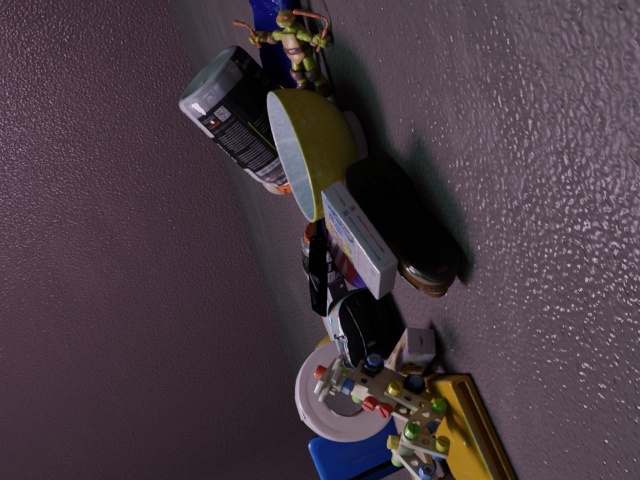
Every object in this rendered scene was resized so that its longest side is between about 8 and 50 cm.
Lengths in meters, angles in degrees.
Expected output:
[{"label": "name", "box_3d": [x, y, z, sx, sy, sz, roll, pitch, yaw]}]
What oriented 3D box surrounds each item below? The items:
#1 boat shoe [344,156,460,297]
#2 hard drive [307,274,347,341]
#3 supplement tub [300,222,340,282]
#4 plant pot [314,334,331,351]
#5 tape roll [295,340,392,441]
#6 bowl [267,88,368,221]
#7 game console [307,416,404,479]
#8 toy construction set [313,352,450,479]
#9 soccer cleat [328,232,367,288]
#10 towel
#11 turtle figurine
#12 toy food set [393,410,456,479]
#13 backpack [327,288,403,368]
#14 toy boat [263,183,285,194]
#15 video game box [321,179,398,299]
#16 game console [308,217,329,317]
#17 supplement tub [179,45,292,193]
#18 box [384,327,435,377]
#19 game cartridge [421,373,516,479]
[{"label": "boat shoe", "box_3d": [0.144, -0.020, 1.433, 0.119, 0.123, 0.324, 79, 164, -54]}, {"label": "hard drive", "box_3d": [0.051, 0.223, 2.390, 0.237, 0.064, 0.338, -157, 46, -72]}, {"label": "supplement tub", "box_3d": [0.005, 0.028, 2.113, 0.190, 0.117, 0.117, 88, 157, -58]}, {"label": "plant pot", "box_3d": [0.036, 0.395, 2.672, 0.134, 0.095, 0.134, 61, 166, 27]}, {"label": "tape roll", "box_3d": [0.071, 0.421, 2.127, 0.100, 0.286, 0.286, 114, 132, -74]}, {"label": "bowl", "box_3d": [0.007, -0.197, 1.595, 0.289, 0.156, 0.289, 160, 90, -80]}, {"label": "game console", "box_3d": [0.119, 0.645, 2.293, 0.173, 0.293, 0.250, 167, 81, -77]}, {"label": "toy construction set", "box_3d": [0.132, 0.353, 1.612, 0.328, 0.215, 0.151, 35, 134, 2]}, {"label": "soccer cleat", "box_3d": [0.074, -0.023, 1.767, 0.116, 0.109, 0.318, 29, 137, 65]}, {"label": "towel", "box_3d": [-0.104, -0.494, 1.755, 0.227, 0.076, 0.308, -129, 20, -55]}, {"label": "turtle figurine", "box_3d": [-0.057, -0.410, 1.636, 0.270, 0.087, 0.217, 10, 135, 37]}, {"label": "toy food set", "box_3d": [0.281, 0.537, 1.945, 0.219, 0.093, 0.305, 116, 139, -75]}, {"label": "backpack", "box_3d": [0.106, 0.210, 1.892, 0.144, 0.166, 0.188, -176, 68, -71]}, {"label": "toy boat", "box_3d": [-0.111, -0.254, 2.110, 0.318, 0.148, 0.267, -132, 27, -77]}, {"label": "video game box", "box_3d": [0.073, 0.004, 1.420, 0.187, 0.048, 0.205, 53, 172, 15]}, {"label": "game console", "box_3d": [0.000, 0.000, 1.904, 0.213, 0.044, 0.361, 85, -174, -61]}, {"label": "supplement tub", "box_3d": [-0.154, -0.282, 1.823, 0.338, 0.207, 0.207, 44, 177, -23]}, {"label": "box", "box_3d": [0.197, 0.291, 1.765, 0.324, 0.063, 0.067, 105, 169, -62]}, {"label": "game cartridge", "box_3d": [0.314, 0.430, 1.674, 0.323, 0.053, 0.285, 128, 119, -79]}]
